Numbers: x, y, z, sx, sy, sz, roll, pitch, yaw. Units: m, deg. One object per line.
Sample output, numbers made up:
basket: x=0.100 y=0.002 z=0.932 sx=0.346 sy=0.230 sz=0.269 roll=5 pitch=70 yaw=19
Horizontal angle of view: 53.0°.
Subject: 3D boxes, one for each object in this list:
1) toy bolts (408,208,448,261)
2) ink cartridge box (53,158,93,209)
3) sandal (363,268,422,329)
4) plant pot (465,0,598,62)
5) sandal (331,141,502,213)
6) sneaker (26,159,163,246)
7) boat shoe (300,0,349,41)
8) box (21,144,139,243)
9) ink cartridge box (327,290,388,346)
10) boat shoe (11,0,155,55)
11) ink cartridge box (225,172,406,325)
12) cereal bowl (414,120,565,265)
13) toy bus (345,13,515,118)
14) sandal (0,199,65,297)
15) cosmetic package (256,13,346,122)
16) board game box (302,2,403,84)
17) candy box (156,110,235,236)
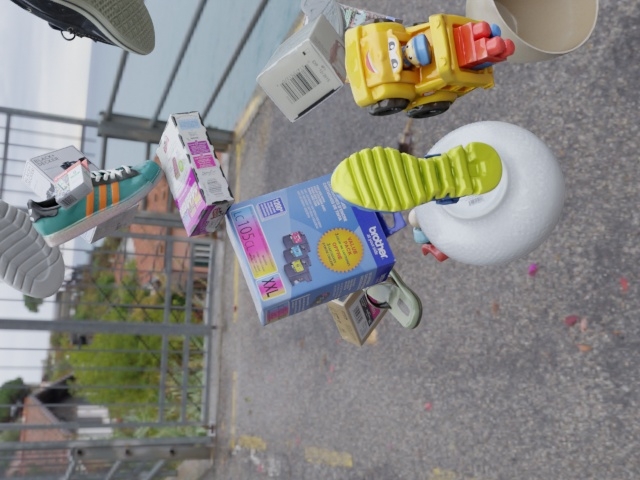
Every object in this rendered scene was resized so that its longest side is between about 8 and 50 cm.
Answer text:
toy bolts: x=0.332 y=-0.077 z=1.808 sx=0.228 sy=0.158 sz=0.218 roll=-44 pitch=28 yaw=-17
ink cartridge box: x=-0.456 y=-0.112 z=1.179 sx=0.063 sy=0.029 sz=0.115 roll=-34 pitch=45 yaw=4
sandal: x=0.176 y=0.143 z=1.782 sx=0.303 sy=0.086 sz=0.120 roll=-139 pitch=51 yaw=-59
plant pot: x=0.434 y=-0.509 z=1.421 sx=0.191 sy=0.284 sz=0.284 roll=157 pitch=116 yaw=-68
sandal: x=0.173 y=-0.108 z=1.214 sx=0.138 sy=0.318 sz=0.126 roll=141 pitch=126 yaw=-77
sneaker: x=-0.497 y=-0.111 z=1.422 sx=0.108 sy=0.302 sz=0.121 roll=28 pitch=148 yaw=56
boat shoe: x=0.024 y=-0.605 z=1.776 sx=0.118 sy=0.103 sz=0.320 roll=-45 pitch=37 yaw=25
box: x=-0.690 y=-0.138 z=1.848 sx=0.290 sy=0.169 sz=0.087 roll=41 pitch=127 yaw=11
ink cartridge box: x=0.128 y=0.205 z=2.130 sx=0.088 sy=0.193 sz=0.234 roll=21 pitch=148 yaw=37
boat shoe: x=-0.615 y=-0.608 z=1.632 sx=0.156 sy=0.500 sz=0.186 roll=-7 pitch=81 yaw=27
ink cartridge box: x=0.000 y=0.000 z=1.535 sx=0.151 sy=0.396 sz=0.269 roll=105 pitch=144 yaw=-67
cereal bowl: x=0.357 y=-0.115 z=1.432 sx=0.339 sy=0.141 sz=0.338 roll=-7 pitch=76 yaw=29
toy bus: x=0.179 y=-0.285 z=1.000 sx=0.211 sy=0.220 sz=0.149 roll=-8 pitch=90 yaw=49
sandal: x=-0.790 y=-0.019 z=1.536 sx=0.102 sy=0.416 sz=0.169 roll=-9 pitch=44 yaw=42
cosmetic package: x=-0.029 y=-0.402 z=1.474 sx=0.153 sy=0.129 sz=0.296 roll=-32 pitch=21 yaw=23
board game box: x=0.090 y=-0.638 z=2.089 sx=0.141 sy=0.291 sz=0.232 roll=-44 pitch=-29 yaw=-65
candy box: x=-0.284 y=-0.147 z=1.437 sx=0.159 sy=0.071 sz=0.233 roll=-44 pitch=65 yaw=54
